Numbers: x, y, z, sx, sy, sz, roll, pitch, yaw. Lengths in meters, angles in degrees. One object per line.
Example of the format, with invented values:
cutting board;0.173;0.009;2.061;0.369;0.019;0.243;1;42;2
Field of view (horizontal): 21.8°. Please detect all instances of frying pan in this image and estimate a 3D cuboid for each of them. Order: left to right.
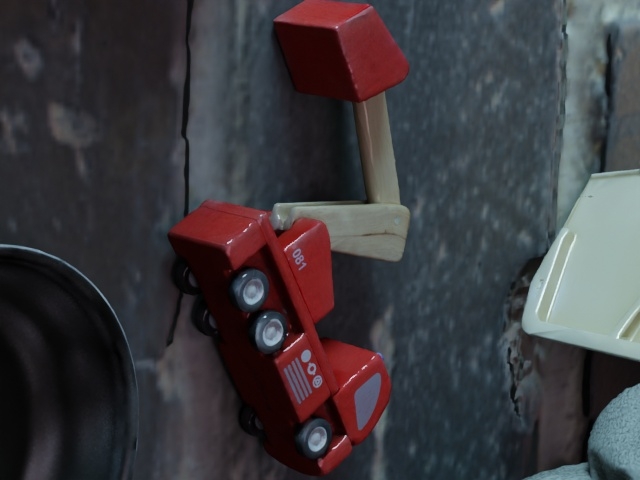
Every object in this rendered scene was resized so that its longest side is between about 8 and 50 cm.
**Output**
frying pan;-0.187;0.094;0.598;0.326;0.053;0.197;1;102;-53

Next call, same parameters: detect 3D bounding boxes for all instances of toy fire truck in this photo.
toy fire truck;0.000;0.000;0.777;0.135;0.047;0.192;-40;124;-29

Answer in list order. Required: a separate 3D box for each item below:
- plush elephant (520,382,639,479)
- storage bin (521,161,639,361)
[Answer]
plush elephant;0.161;0.219;0.857;0.255;0.271;0.330;63;17;9
storage bin;0.278;0.087;0.892;0.262;0.260;0.123;44;69;-38
